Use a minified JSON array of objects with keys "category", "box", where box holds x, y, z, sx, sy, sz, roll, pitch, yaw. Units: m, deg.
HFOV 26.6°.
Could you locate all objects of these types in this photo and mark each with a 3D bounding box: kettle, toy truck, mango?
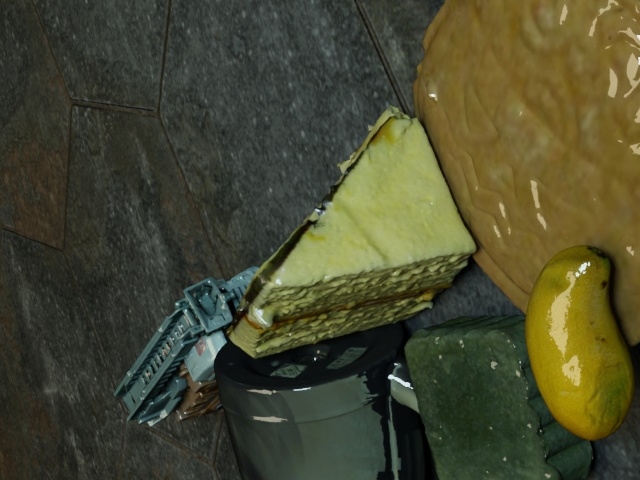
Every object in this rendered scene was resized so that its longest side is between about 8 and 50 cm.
[{"category":"kettle","box":[0.051,0.269,1.598,0.321,0.228,0.324,0,112,27]},{"category":"toy truck","box":[-0.164,0.154,1.885,0.133,0.184,0.338,64,148,15]},{"category":"mango","box":[0.232,0.095,1.222,0.098,0.075,0.190,2,113,37]}]

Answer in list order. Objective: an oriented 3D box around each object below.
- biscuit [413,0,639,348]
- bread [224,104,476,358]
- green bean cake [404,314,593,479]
[{"category":"biscuit","box":[0.215,-0.095,1.265,0.385,0.062,0.365,51,142,33]},{"category":"bread","box":[0.000,0.000,1.445,0.198,0.236,0.263,65,162,14]},{"category":"green bean cake","box":[0.187,0.170,1.405,0.185,0.094,0.183,-8,96,59]}]
